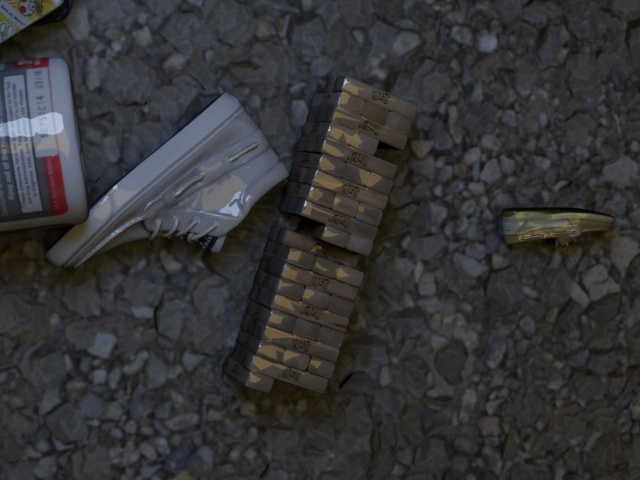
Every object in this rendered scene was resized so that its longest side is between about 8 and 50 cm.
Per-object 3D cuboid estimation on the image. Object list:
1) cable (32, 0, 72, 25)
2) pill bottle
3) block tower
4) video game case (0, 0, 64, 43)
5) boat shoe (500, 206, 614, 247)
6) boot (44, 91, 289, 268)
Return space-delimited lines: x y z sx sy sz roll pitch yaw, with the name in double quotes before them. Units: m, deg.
"cable" -0.309 -0.297 1.381 0.150 0.047 0.184 -46 102 -16
"pill bottle" -0.366 -0.077 1.300 0.283 0.161 0.161 -8 97 -8
"block tower" 0.000 0.000 1.483 0.097 0.091 0.335 20 88 -19
"video game case" -0.392 -0.269 1.324 0.206 0.026 0.227 -30 104 7
"boat shoe" 0.271 -0.014 1.601 0.135 0.050 0.045 1 97 -9
"boot" -0.149 -0.029 1.425 0.258 0.095 0.123 -42 99 -13
